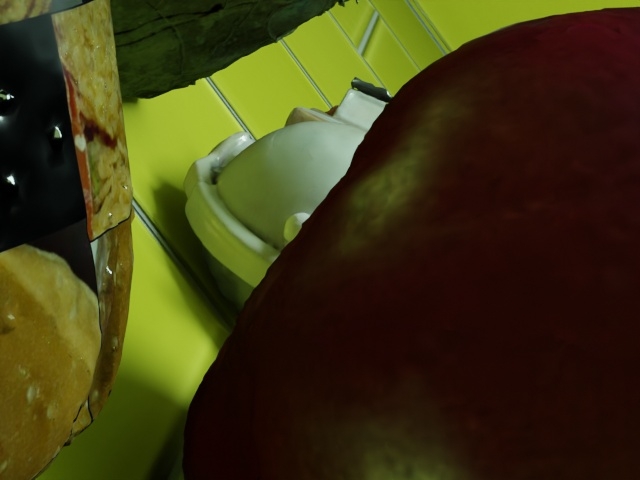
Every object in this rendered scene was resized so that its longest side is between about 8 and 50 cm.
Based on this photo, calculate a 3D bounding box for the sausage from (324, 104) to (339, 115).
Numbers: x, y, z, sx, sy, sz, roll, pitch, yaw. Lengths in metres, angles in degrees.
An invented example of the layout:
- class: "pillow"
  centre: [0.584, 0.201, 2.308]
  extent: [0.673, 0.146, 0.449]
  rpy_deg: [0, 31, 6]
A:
- class: "sausage"
  centre: [0.050, -0.036, 1.456]
  extent: [0.154, 0.062, 0.062]
  rpy_deg: [52, 13, -18]

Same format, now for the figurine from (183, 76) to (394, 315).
- class: "figurine"
  centre: [0.001, -0.003, 1.076]
  extent: [0.162, 0.141, 0.237]
  rpy_deg: [26, 16, 0]

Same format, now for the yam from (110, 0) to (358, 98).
- class: "yam"
  centre: [-0.047, -0.207, 1.072]
  extent: [0.201, 0.271, 0.202]
  rpy_deg: [55, 18, -7]

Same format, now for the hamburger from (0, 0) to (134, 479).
- class: "hamburger"
  centre: [-0.135, -0.025, 0.457]
  extent: [0.231, 0.106, 0.231]
  rpy_deg: [12, 76, -58]

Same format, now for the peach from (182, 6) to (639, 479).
- class: "peach"
  centre: [0.154, 0.113, 0.797]
  extent: [0.416, 0.353, 0.339]
  rpy_deg: [31, 34, -4]
